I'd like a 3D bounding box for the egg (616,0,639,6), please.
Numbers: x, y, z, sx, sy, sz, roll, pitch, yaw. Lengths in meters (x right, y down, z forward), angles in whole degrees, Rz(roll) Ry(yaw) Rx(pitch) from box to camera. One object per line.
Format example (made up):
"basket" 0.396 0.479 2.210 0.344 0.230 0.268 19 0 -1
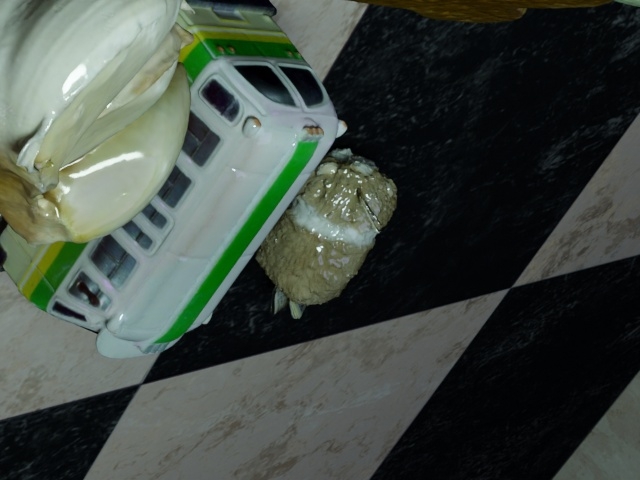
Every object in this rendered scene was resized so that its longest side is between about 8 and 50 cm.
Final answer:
"egg" 0.308 -0.337 1.566 0.379 0.287 0.287 -21 149 -40

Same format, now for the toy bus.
"toy bus" -0.125 -0.045 1.565 0.143 0.179 0.305 -3 137 -53

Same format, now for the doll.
"doll" -0.007 0.001 1.909 0.105 0.115 0.221 20 131 -23

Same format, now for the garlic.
"garlic" -0.184 -0.121 1.349 0.203 0.185 0.281 -47 160 -17

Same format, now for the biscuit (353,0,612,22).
"biscuit" 0.010 -0.224 1.416 0.432 0.064 0.283 4 180 -26
